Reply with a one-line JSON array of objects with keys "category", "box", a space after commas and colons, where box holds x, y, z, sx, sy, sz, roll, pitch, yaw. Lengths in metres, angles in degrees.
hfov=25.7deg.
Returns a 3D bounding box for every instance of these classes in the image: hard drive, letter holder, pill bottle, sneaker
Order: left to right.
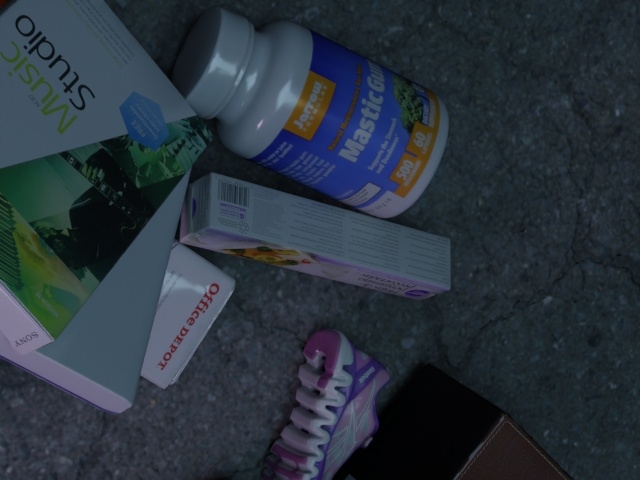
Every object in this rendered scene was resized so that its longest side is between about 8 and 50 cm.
[{"category": "hard drive", "box": [-0.236, -0.020, 1.338, 0.210, 0.040, 0.319, 33, 48, -29]}, {"category": "pill bottle", "box": [-0.014, -0.139, 1.473, 0.272, 0.152, 0.152, 23, 91, -25]}, {"category": "sneaker", "box": [0.013, 0.223, 1.593, 0.104, 0.095, 0.236, 19, 92, -32]}, {"category": "letter holder", "box": [0.131, 0.338, 1.627, 0.302, 0.152, 0.214, -51, 126, -7]}]

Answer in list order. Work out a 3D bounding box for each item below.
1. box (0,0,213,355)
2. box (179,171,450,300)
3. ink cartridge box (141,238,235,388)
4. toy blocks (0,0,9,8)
[{"category": "box", "box": [-0.250, -0.085, 1.273, 0.232, 0.058, 0.322, 50, 44, -18]}, {"category": "box", "box": [0.000, 0.000, 1.518, 0.324, 0.063, 0.067, 14, 68, -33]}, {"category": "ink cartridge box", "box": [-0.208, 0.045, 1.467, 0.190, 0.082, 0.140, 35, 85, -25]}, {"category": "toy blocks", "box": [-0.305, -0.272, 1.380, 0.148, 0.054, 0.123, 33, 86, -24]}]
